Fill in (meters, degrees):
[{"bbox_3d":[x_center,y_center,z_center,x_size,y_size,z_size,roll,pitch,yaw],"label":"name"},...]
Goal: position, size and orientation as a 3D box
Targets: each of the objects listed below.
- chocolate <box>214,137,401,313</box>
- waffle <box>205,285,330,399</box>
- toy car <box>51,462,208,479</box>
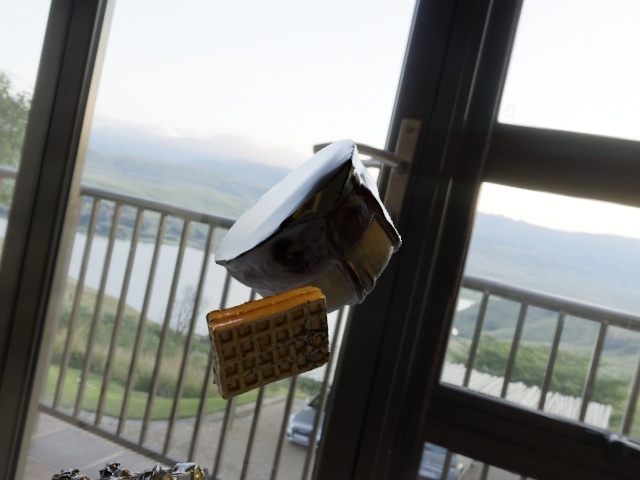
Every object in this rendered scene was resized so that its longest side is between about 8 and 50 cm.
[{"bbox_3d":[0.000,0.000,0.845,0.186,0.283,0.283,47,-8,-15],"label":"chocolate"},{"bbox_3d":[-0.059,0.120,0.669,0.148,0.102,0.042,-13,19,-24],"label":"waffle"},{"bbox_3d":[-0.166,0.247,0.488,0.097,0.100,0.191,-6,-18,4],"label":"toy car"}]
